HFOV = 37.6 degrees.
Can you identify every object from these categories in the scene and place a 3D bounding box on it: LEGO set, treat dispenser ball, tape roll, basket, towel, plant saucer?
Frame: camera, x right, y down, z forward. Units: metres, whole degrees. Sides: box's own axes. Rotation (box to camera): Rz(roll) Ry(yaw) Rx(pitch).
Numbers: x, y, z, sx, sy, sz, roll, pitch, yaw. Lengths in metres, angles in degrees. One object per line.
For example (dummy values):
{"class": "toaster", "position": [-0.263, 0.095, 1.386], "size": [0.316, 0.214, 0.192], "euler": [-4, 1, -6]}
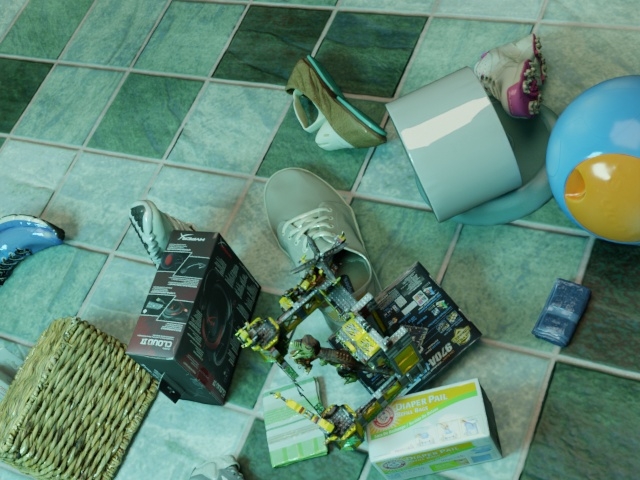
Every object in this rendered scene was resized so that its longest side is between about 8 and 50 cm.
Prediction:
{"class": "LEGO set", "position": [0.008, 0.161, 1.536], "size": [0.255, 0.192, 0.331], "euler": [-34, 57, -2]}
{"class": "treat dispenser ball", "position": [0.534, -0.137, 1.609], "size": [0.288, 0.288, 0.288], "euler": [-11, 55, 16]}
{"class": "tape roll", "position": [0.243, -0.175, 1.728], "size": [0.169, 0.246, 0.246], "euler": [-24, 53, 7]}
{"class": "basket", "position": [-0.490, 0.329, 1.851], "size": [0.213, 0.223, 0.299], "euler": [-14, 46, 55]}
{"class": "towel", "position": [-0.046, 0.331, 1.714], "size": [0.113, 0.023, 0.152], "euler": [-19, 56, 13]}
{"class": "plant saucer", "position": [0.337, -0.173, 1.869], "size": [0.317, 0.044, 0.318], "euler": [-10, 55, 15]}
{"class": "towel", "position": [0.423, 0.125, 1.646], "size": [0.067, 0.029, 0.119], "euler": [19, 67, 30]}

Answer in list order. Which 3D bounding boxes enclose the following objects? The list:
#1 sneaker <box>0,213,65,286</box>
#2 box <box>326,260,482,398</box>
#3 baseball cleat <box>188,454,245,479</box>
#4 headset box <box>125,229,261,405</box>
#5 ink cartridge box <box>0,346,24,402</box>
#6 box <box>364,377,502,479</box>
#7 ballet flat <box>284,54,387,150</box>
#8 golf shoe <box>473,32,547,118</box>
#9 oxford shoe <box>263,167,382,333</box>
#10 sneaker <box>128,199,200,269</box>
{"class": "sneaker", "position": [-0.723, 0.041, 2.133], "size": [0.329, 0.130, 0.147], "euler": [-16, 68, 16]}
{"class": "box", "position": [0.147, 0.172, 1.668], "size": [0.220, 0.051, 0.175], "euler": [-41, 83, -6]}
{"class": "baseball cleat", "position": [-0.144, 0.431, 1.655], "size": [0.205, 0.072, 0.109], "euler": [3, 54, 20]}
{"class": "headset box", "position": [-0.236, 0.160, 1.776], "size": [0.110, 0.218, 0.293], "euler": [3, 61, 24]}
{"class": "ink cartridge box", "position": [-0.679, 0.323, 1.916], "size": [0.198, 0.115, 0.067], "euler": [-43, 52, -8]}
{"class": "box", "position": [0.185, 0.318, 1.566], "size": [0.203, 0.114, 0.103], "euler": [-16, 54, 14]}
{"class": "ballet flat", "position": [0.019, -0.272, 2.033], "size": [0.124, 0.116, 0.342], "euler": [-49, 51, 13]}
{"class": "golf shoe", "position": [0.368, -0.312, 1.857], "size": [0.140, 0.115, 0.306], "euler": [-7, 25, 21]}
{"class": "oxford shoe", "position": [0.000, 0.000, 1.842], "size": [0.169, 0.130, 0.449], "euler": [-30, 51, 4]}
{"class": "sneaker", "position": [-0.296, -0.006, 1.870], "size": [0.118, 0.292, 0.110], "euler": [-28, 64, -7]}
